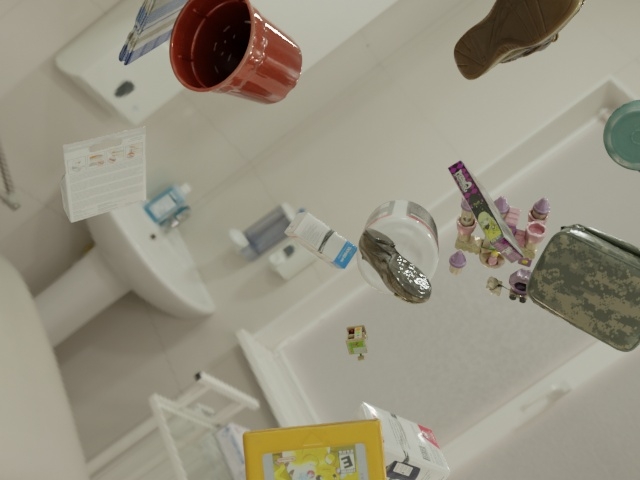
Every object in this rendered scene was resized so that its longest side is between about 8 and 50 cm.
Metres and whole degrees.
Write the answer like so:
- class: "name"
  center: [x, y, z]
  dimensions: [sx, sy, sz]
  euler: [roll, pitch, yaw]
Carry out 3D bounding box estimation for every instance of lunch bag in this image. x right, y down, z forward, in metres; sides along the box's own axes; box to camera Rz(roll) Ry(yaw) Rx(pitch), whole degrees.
- class: "lunch bag"
  center: [0.677, 0.094, 1.785]
  dimensions: [0.305, 0.213, 0.256]
  euler: [30, 21, 25]

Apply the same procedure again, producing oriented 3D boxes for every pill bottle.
- class: "pill bottle"
  center: [0.183, 0.002, 1.711]
  dimensions: [0.176, 0.176, 0.318]
  euler: [53, 14, -5]

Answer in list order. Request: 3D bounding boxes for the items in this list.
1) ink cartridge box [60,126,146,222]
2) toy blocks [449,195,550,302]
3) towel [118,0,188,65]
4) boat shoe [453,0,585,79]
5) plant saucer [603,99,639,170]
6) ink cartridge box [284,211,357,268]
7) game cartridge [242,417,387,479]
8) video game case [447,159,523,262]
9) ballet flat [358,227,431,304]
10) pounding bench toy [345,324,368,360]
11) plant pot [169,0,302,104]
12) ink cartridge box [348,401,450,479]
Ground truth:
- class: "ink cartridge box"
  center: [-0.467, -0.153, 1.601]
  dimensions: [0.056, 0.181, 0.225]
  euler: [51, -33, 32]
- class: "toy blocks"
  center: [0.554, -0.032, 2.286]
  dimensions: [0.260, 0.288, 0.309]
  euler: [91, 18, -50]
- class: "towel"
  center: [-0.407, -0.582, 1.899]
  dimensions: [0.034, 0.285, 0.209]
  euler: [43, 48, -1]
- class: "boat shoe"
  center: [0.402, -0.422, 1.452]
  dimensions: [0.342, 0.123, 0.123]
  euler: [-34, -102, 62]
- class: "plant saucer"
  center: [0.530, -0.173, 1.235]
  dimensions: [0.119, 0.119, 0.021]
  euler: [54, 34, 6]
- class: "ink cartridge box"
  center: [0.000, 0.000, 2.349]
  dimensions: [0.203, 0.086, 0.148]
  euler: [36, -8, -11]
- class: "game cartridge"
  center: [-0.002, 0.534, 1.493]
  dimensions: [0.053, 0.285, 0.324]
  euler: [85, -1, -83]
- class: "video game case"
  center: [0.388, -0.062, 1.729]
  dimensions: [0.232, 0.041, 0.210]
  euler: [25, 37, -62]
- class: "ballet flat"
  center: [0.123, 0.053, 1.312]
  dimensions: [0.084, 0.058, 0.250]
  euler: [18, 19, -26]
- class: "pounding bench toy"
  center: [0.104, 0.282, 2.049]
  dimensions: [0.065, 0.052, 0.083]
  euler: [-83, 161, -55]
- class: "plant pot"
  center: [-0.198, -0.481, 1.917]
  dimensions: [0.265, 0.272, 0.272]
  euler: [10, 41, -57]
- class: "ink cartridge box"
  center: [0.194, 0.540, 1.922]
  dimensions: [0.237, 0.100, 0.172]
  euler: [26, 18, -21]
